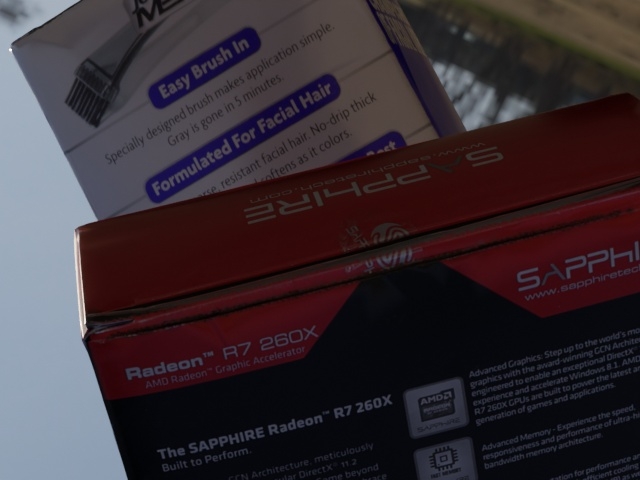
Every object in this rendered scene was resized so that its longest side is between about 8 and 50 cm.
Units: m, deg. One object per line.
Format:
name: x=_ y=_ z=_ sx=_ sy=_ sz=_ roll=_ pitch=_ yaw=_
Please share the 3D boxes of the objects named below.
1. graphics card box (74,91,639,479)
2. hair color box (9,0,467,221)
graphics card box: x=0.052 y=0.137 z=0.680 sx=0.232 sy=0.371 sz=0.094 roll=-15 pitch=-150 yaw=-4
hair color box: x=0.000 y=0.000 z=0.849 sx=0.339 sy=0.185 sz=0.110 roll=63 pitch=-164 yaw=5
